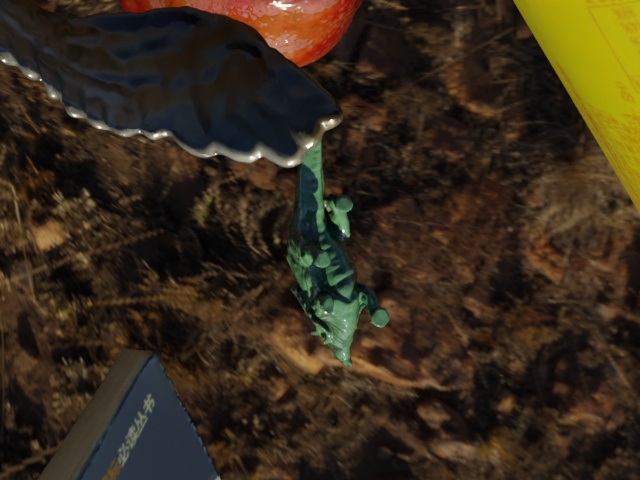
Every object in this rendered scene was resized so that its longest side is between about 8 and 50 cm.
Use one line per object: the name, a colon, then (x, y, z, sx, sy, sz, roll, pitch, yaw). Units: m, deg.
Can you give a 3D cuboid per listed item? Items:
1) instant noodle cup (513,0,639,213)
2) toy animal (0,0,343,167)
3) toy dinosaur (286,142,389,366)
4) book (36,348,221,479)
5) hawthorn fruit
instant noodle cup: (0.167, -0.064, 0.381, 0.215, 0.215, 0.236, -51, 123, -5)
toy animal: (-0.134, -0.099, 0.444, 0.272, 0.160, 0.197, -5, 71, 5)
toy dinosaur: (0.009, 0.008, 1.271, 0.079, 0.120, 0.292, -19, 125, -23)
book: (-0.151, 0.322, 0.961, 0.300, 0.039, 0.428, -61, 151, -33)
hawthorn fruit: (-0.075, -0.222, 0.939, 0.251, 0.189, 0.189, -9, 101, -2)
